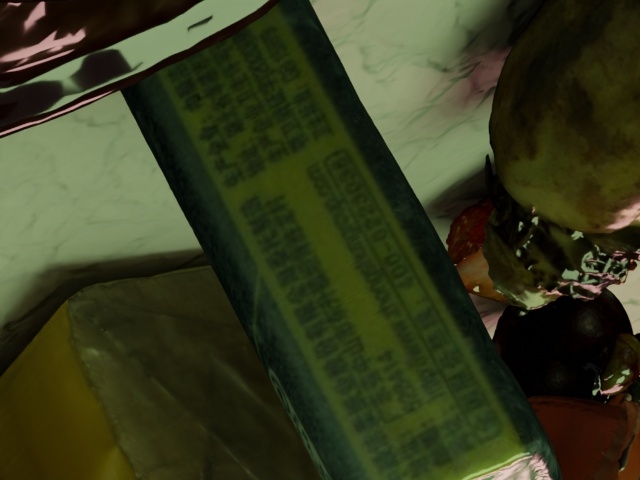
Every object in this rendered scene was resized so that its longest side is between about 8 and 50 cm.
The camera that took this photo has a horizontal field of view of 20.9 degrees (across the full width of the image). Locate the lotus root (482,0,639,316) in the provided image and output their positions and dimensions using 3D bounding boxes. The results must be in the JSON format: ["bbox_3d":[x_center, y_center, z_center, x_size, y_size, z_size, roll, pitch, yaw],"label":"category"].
[{"bbox_3d":[0.193,-0.089,0.875,0.169,0.141,0.314,14,135,-34],"label":"lotus root"}]

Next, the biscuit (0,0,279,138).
[{"bbox_3d":[-0.066,-0.158,0.413,0.407,0.091,0.407,-30,159,-12],"label":"biscuit"}]

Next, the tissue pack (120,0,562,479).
[{"bbox_3d":[0.000,0.000,0.669,0.081,0.257,0.185,-28,161,1],"label":"tissue pack"}]

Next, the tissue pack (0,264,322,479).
[{"bbox_3d":[-0.096,0.199,1.044,0.293,0.228,0.382,-6,148,-46],"label":"tissue pack"}]

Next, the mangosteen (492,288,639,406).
[{"bbox_3d":[0.195,0.091,1.304,0.140,0.140,0.140,-26,159,-11],"label":"mangosteen"}]

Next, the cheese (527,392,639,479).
[{"bbox_3d":[0.128,0.215,1.146,0.217,0.129,0.329,-52,179,44],"label":"cheese"}]

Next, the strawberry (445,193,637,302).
[{"bbox_3d":[0.152,-0.011,1.100,0.187,0.082,0.146,-13,149,-23],"label":"strawberry"}]
